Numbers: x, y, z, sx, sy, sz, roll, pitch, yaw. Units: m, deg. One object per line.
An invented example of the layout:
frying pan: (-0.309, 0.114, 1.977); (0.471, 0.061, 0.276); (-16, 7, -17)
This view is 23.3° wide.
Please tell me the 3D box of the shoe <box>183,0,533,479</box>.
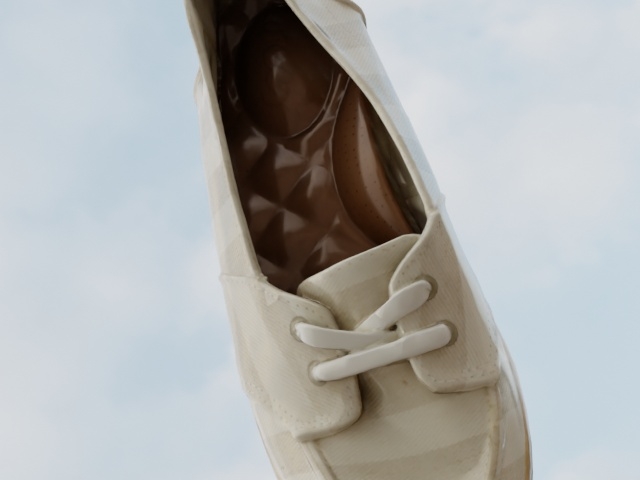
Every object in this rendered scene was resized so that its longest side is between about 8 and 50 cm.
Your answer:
shoe: (0.000, 0.000, 0.445); (0.076, 0.219, 0.058); (-23, -32, 8)
